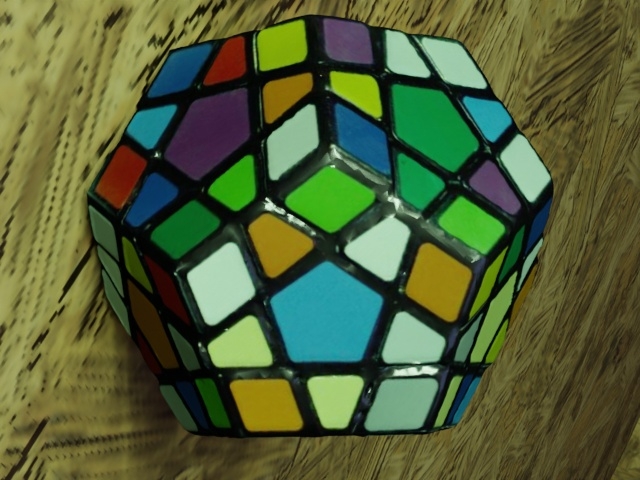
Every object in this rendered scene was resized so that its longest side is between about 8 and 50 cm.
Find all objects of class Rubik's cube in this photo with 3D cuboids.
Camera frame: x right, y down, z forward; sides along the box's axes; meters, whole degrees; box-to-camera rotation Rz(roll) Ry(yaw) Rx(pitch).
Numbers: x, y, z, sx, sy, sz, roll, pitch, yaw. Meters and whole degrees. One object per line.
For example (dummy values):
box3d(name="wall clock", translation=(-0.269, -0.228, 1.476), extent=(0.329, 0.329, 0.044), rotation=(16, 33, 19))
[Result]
box3d(name="Rubik's cube", translation=(0.000, 0.000, 0.416), extent=(0.112, 0.133, 0.133), rotation=(-100, -155, -68))
